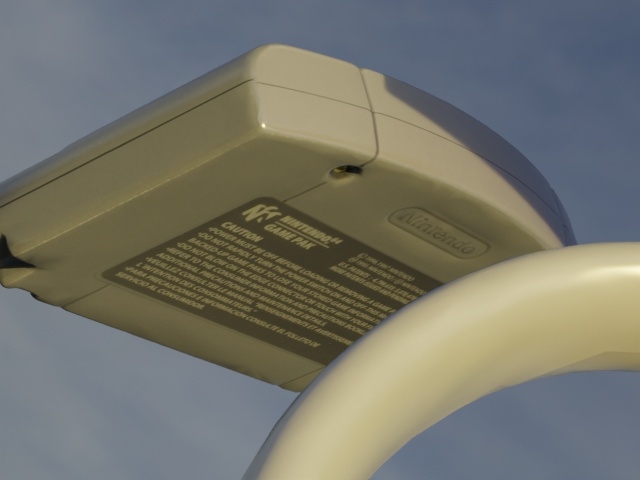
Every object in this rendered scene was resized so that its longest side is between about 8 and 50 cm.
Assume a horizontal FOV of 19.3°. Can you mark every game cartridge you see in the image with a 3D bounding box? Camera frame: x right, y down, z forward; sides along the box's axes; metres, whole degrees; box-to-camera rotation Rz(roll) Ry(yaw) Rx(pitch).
[{"bbox_3d":[0.000,0.000,0.910,0.198,0.062,0.297,-28,-31,25],"label":"game cartridge"}]

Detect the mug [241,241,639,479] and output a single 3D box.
[{"bbox_3d":[0.140,0.141,0.366,0.374,0.328,0.276,39,-36,20],"label":"mug"}]
